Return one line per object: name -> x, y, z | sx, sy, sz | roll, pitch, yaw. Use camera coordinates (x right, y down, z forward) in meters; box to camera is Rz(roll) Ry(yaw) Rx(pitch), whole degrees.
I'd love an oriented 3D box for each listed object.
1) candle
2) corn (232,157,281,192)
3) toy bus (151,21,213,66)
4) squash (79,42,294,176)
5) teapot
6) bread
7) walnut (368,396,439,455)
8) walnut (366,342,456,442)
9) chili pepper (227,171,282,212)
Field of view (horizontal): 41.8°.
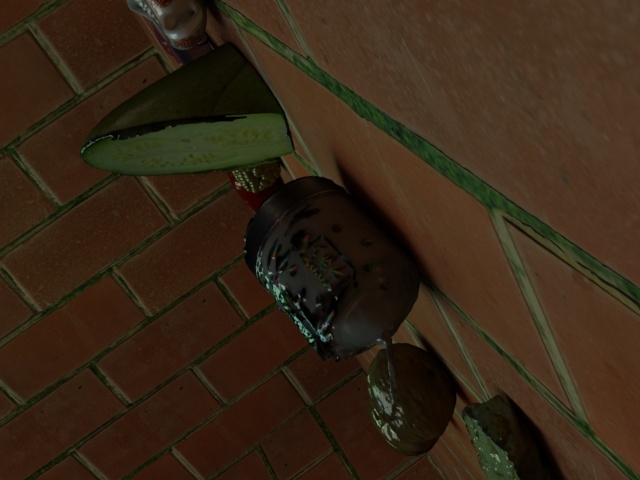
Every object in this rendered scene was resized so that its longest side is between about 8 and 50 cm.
candle -> 0.035, 0.064, 1.126 | 0.330, 0.187, 0.187 | 48, 172, 39
corn -> -0.171, -0.215, 1.698 | 0.102, 0.102, 0.313 | 50, 173, 43
toy bus -> -0.254, -0.373, 1.588 | 0.192, 0.077, 0.065 | 51, 171, 33
squash -> -0.233, -0.169, 1.394 | 0.210, 0.308, 0.234 | 54, 175, 12
teapot -> -0.231, -0.363, 1.273 | 0.245, 0.116, 0.159 | -128, 18, -55
bread -> 0.267, 0.309, 1.155 | 0.128, 0.088, 0.232 | 34, 154, 51
walnut -> 0.197, 0.400, 1.953 | 0.207, 0.167, 0.167 | 55, 175, 33
walnut -> 0.159, 0.269, 1.508 | 0.184, 0.155, 0.155 | 58, 175, -7
chili pepper -> -0.139, -0.122, 2.034 | 0.110, 0.110, 0.387 | 52, 179, 34
